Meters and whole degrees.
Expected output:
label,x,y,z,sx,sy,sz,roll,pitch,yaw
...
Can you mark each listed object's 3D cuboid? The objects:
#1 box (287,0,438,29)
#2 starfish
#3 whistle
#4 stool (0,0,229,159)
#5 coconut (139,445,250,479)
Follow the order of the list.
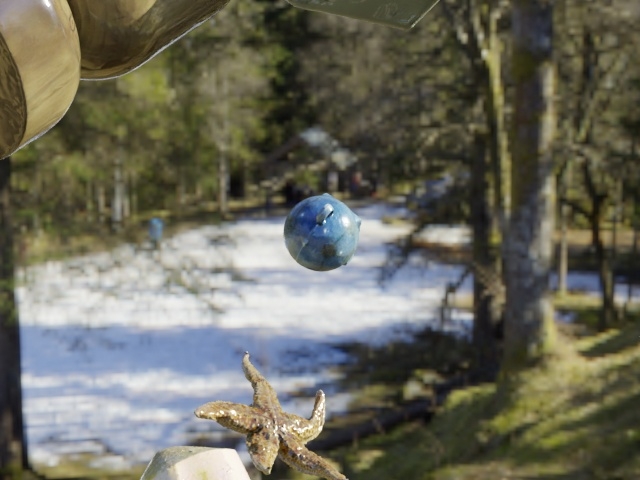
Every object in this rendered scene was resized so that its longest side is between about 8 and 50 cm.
label,x,y,z,sx,sy,sz,roll,pitch,yaw
box,0.041,-0.246,1.096,0.172,0.093,0.124,4,-30,-33
starfish,-0.069,0.262,1.859,0.235,0.062,0.277,3,38,-43
whistle,0.000,0.000,1.431,0.090,0.090,0.158,-1,-25,-5
stool,-0.209,-0.203,1.043,0.179,0.179,0.264,5,36,39
coconut,-0.136,0.293,1.404,0.147,0.153,0.147,-22,-23,-10
